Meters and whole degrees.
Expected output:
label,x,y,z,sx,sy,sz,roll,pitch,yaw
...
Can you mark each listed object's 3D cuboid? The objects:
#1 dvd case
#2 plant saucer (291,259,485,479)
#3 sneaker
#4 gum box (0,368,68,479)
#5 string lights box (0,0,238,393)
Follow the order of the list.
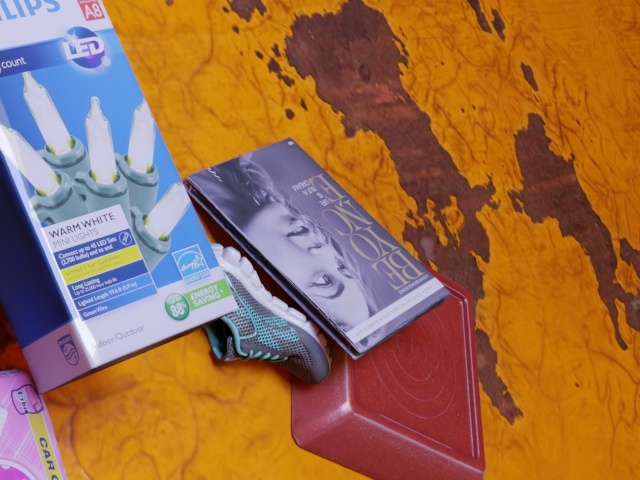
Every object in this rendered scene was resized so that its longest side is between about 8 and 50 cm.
label,x,y,z,sx,sy,sz,roll,pitch,yaw
dvd case,0.000,0.000,1.234,0.221,0.018,0.164,45,35,13
plant saucer,0.076,0.109,1.320,0.258,0.048,0.259,30,48,-39
sneaker,-0.061,0.080,1.161,0.166,0.065,0.076,43,56,-23
gum box,-0.218,0.179,0.875,0.107,0.062,0.188,-7,74,-54
string lights box,-0.175,-0.042,0.935,0.133,0.077,0.259,-22,86,-44
